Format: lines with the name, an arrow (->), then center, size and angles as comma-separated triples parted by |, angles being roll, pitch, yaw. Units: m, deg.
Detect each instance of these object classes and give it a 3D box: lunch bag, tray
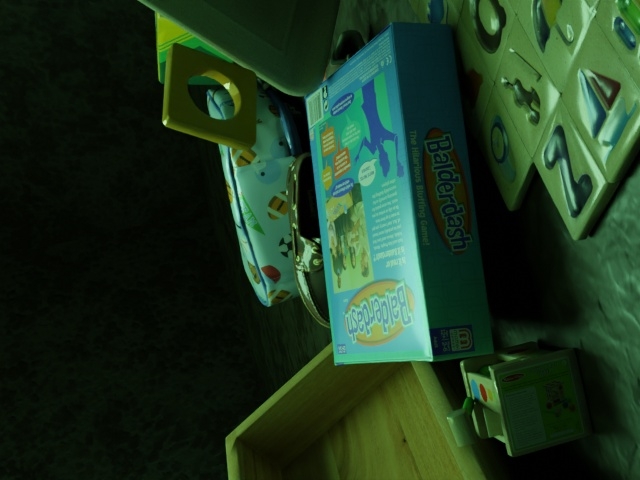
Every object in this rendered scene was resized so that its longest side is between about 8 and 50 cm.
lunch bag -> -0.078, -0.078, 1.262 | 0.243, 0.115, 0.303 | -119, 18, -64
tray -> 0.042, 0.210, 0.603 | 0.076, 0.203, 0.411 | 43, -169, -23

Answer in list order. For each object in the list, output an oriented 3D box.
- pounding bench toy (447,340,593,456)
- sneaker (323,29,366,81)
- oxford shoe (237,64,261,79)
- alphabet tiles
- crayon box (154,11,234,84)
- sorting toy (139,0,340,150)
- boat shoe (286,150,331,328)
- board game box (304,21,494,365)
pounding bench toy -> 0.108, 0.098, 0.547 | 0.065, 0.083, 0.052 | 171, 86, -79
sneaker -> 0.036, -0.122, 0.744 | 0.158, 0.061, 0.065 | -116, 24, -45
oxford shoe -> -0.056, -0.251, 1.094 | 0.212, 0.076, 0.076 | 128, 155, -75
alphabet tiles -> 0.094, -0.184, 0.485 | 0.285, 0.011, 0.342 | 94, 160, -59
crayon box -> -0.148, -0.398, 1.079 | 0.313, 0.106, 0.362 | 166, 103, -79
sorting toy -> -0.078, -0.207, 0.668 | 0.047, 0.196, 0.347 | -38, 33, 47
boat shoe -> 0.000, 0.000, 1.036 | 0.073, 0.073, 0.207 | 137, 119, -80
board game box -> 0.047, -0.021, 0.620 | 0.160, 0.047, 0.210 | 160, 106, -67
